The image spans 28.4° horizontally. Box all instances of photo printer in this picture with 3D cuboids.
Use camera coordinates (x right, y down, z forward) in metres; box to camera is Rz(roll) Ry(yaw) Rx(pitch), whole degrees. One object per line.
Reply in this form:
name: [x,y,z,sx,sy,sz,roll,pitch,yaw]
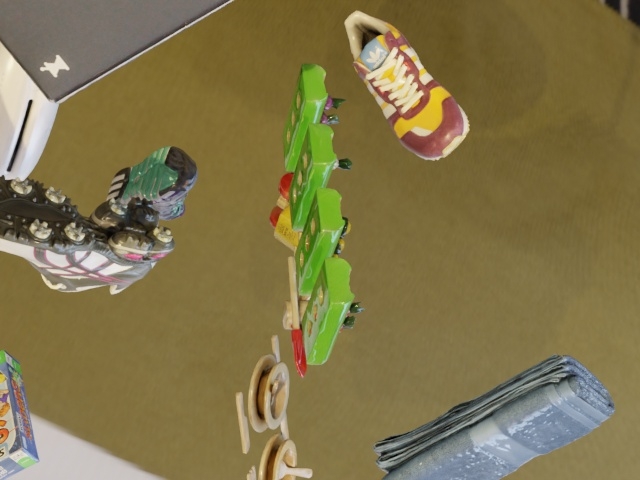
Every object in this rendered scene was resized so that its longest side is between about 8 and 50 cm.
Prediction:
photo printer: [-0.478,-0.256,1.950,0.107,0.307,0.256,7,130,-27]

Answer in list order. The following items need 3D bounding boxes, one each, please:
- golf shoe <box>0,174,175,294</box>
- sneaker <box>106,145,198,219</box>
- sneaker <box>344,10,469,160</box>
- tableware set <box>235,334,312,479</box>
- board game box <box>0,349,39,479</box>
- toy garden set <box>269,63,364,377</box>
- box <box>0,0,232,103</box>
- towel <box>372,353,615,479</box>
golf shoe: [-0.292,0.008,1.404,0.273,0.105,0.120,12,127,-43]
sneaker: [-0.213,-0.074,1.795,0.098,0.083,0.223,26,161,-30]
sneaker: [0.073,-0.149,1.207,0.069,0.185,0.084,-43,133,11]
tableware set: [-0.046,0.218,1.425,0.039,0.128,0.194,4,119,18]
board game box: [-0.400,0.219,1.331,0.201,0.136,0.035,-29,139,5]
toy garden set: [0.000,0.000,1.136,0.049,0.244,0.204,1,148,-12]
box: [-0.178,-0.306,0.864,0.182,0.294,0.296,-26,120,18]
towel: [0.090,0.101,0.658,0.119,0.029,0.067,-32,143,18]
